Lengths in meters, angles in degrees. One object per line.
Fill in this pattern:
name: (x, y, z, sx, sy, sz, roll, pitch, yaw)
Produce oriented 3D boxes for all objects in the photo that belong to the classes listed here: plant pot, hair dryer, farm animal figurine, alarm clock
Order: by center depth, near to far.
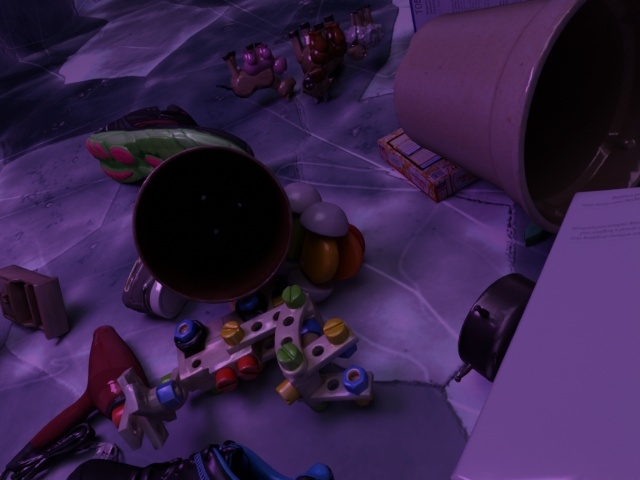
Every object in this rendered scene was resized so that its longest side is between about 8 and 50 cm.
alarm clock: (0.245, 0.104, 0.663, 0.191, 0.130, 0.064, -17, 35, -37)
plant pot: (0.284, -0.213, 0.801, 0.333, 0.334, 0.305, -37, 36, -16)
hair dryer: (-0.361, 0.247, 0.802, 0.223, 0.080, 0.294, -7, 43, 18)
plant pot: (-0.161, -0.037, 0.843, 0.215, 0.216, 0.230, -26, 12, -4)
farm animal figurine: (-0.038, -0.427, 1.324, 0.330, 0.172, 0.327, 3, 34, 37)

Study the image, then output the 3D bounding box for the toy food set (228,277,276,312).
toy food set: (-0.117, 0.091, 0.905, 0.082, 0.020, 0.083, -7, 44, 17)

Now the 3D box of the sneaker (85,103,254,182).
sneaker: (-0.333, -0.228, 1.215, 0.482, 0.185, 0.202, 14, 56, 33)

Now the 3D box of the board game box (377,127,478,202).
board game box: (0.218, -0.166, 1.011, 0.146, 0.045, 0.193, -29, 42, -8)

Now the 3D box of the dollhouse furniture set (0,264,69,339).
dollhouse furniture set: (-0.593, 0.139, 0.925, 0.160, 0.212, 0.242, 10, 24, 33)

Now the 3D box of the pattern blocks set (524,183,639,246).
pattern blocks set: (0.461, -0.010, 0.755, 0.324, 0.026, 0.285, 12, 51, 33)

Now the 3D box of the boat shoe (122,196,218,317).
boat shoe: (-0.260, 0.001, 0.996, 0.091, 0.109, 0.305, 3, 51, 20)

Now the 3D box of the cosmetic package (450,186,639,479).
cosmetic package: (0.317, 0.126, 0.523, 0.217, 0.156, 0.385, 0, 48, 51)

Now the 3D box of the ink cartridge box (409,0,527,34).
ink cartridge box: (0.330, -0.357, 0.953, 0.329, 0.324, 0.071, 16, 53, 35)

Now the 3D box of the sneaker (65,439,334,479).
sneaker: (-0.135, 0.282, 0.603, 0.340, 0.125, 0.140, 6, 88, 19)

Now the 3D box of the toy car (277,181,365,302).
toy car: (0.000, 0.000, 0.877, 0.136, 0.159, 0.182, -4, 29, -34)

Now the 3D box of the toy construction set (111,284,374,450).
toy construction set: (-0.108, 0.172, 0.733, 0.327, 0.151, 0.215, -15, 41, -8)
